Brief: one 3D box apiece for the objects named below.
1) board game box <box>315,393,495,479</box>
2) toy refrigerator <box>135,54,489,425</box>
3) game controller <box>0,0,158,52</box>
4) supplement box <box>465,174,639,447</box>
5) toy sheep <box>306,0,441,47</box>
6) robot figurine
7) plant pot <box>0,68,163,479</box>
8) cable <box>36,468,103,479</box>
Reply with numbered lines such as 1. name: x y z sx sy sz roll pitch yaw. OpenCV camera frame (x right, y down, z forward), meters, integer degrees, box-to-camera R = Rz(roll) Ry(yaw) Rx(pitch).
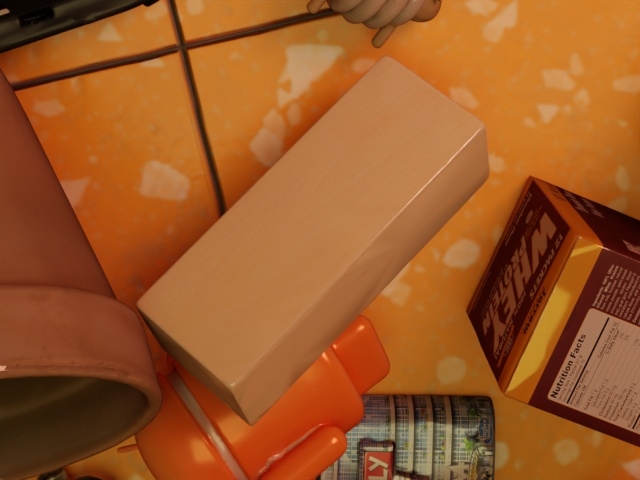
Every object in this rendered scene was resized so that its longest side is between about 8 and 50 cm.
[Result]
1. board game box: 0.046 0.229 1.269 0.194 0.060 0.194 0 105 -3
2. toy refrigerator: 0.000 0.000 1.126 0.102 0.094 0.269 38 75 23
3. game controller: -0.260 -0.177 1.096 0.319 0.166 0.067 -18 71 3
4. supplement box: 0.236 0.062 1.162 0.194 0.191 0.129 22 103 -8
5. toy sheep: 0.036 -0.201 1.139 0.132 0.091 0.091 22 104 -27
6. robot figurine: -0.055 0.127 1.192 0.219 0.128 0.158 -34 84 -9
7. plant pot: -0.294 0.018 1.074 0.323 0.323 0.280 -14 71 2
8. cable: -0.204 0.303 1.299 0.139 0.072 0.287 -30 117 -11
